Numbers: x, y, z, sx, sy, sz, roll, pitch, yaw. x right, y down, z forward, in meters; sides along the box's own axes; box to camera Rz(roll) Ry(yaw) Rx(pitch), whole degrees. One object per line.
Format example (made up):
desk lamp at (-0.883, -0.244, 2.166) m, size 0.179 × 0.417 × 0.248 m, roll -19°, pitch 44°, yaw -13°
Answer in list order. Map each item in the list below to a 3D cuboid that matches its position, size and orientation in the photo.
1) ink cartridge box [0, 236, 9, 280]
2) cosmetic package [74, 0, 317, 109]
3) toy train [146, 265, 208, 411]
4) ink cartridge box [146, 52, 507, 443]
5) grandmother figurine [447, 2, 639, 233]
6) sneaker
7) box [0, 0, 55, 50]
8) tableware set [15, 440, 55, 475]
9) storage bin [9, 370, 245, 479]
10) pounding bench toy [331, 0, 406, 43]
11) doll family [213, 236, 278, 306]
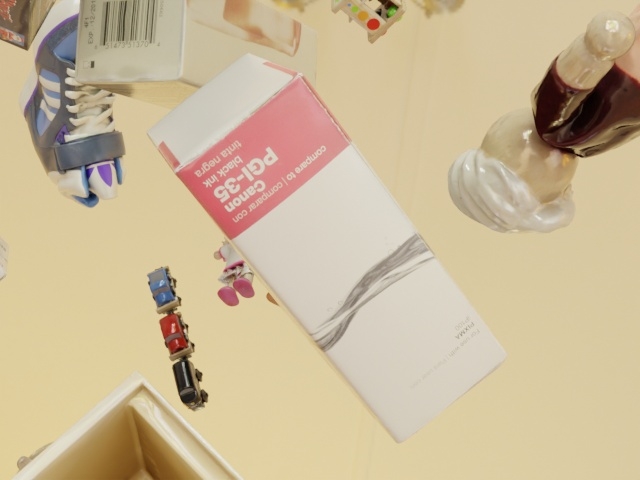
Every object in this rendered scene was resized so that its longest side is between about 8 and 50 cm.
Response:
ink cartridge box at (-0.493, 0.010, 1.475) m, size 0.056 × 0.135 × 0.099 m, roll -38°, pitch -68°, yaw -1°
cosmetic package at (-0.137, -0.223, 1.248) m, size 0.153 × 0.129 × 0.296 m, roll 3°, pitch -3°, yaw 27°
toy train at (-0.141, 0.090, 1.007) m, size 0.027 × 0.158 × 0.036 m, roll -24°, pitch -30°, yaw 6°
ink cartridge box at (0.000, 0.000, 0.843) m, size 0.117 × 0.207 × 0.283 m, roll -39°, pitch -70°, yaw -4°
grandmother figurine at (0.214, -0.118, 0.681) m, size 0.207 × 0.104 × 0.342 m, roll 9°, pitch -40°, yaw -40°
sneaker at (-0.331, -0.184, 1.535) m, size 0.130 × 0.236 × 0.323 m, roll -20°, pitch -15°, yaw -37°
box at (-0.285, -0.327, 1.075) m, size 0.044 × 0.159 × 0.233 m, roll 23°, pitch -30°, yaw -6°
tableware set at (-0.203, 0.257, 0.827) m, size 0.128 × 0.194 × 0.039 m, roll 3°, pitch -1°, yaw -32°
storage bin at (-0.091, 0.251, 0.458) m, size 0.260 × 0.262 × 0.123 m, roll 42°, pitch -25°, yaw 17°
pounding bench toy at (0.062, -0.256, 1.077) m, size 0.065 × 0.052 × 0.083 m, roll 34°, pitch -58°, yaw -25°
doll family at (-0.015, -0.001, 1.355) m, size 0.263 × 0.163 × 0.118 m, roll -28°, pitch -56°, yaw 32°
